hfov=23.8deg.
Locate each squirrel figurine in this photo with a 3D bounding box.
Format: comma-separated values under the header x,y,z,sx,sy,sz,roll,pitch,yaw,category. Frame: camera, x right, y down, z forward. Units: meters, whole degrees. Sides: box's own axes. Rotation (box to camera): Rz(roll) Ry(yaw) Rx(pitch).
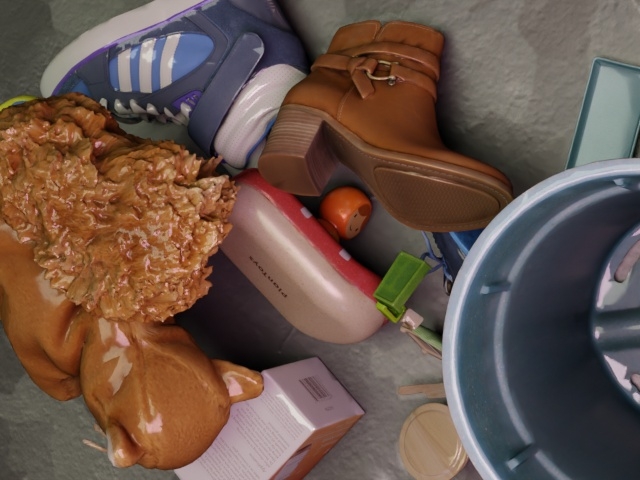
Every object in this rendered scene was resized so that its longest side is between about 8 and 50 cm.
x,y,z,sx,sy,sz,roll,pitch,yaw,category
-0.227,0.054,1.608,0.370,0.281,0.397,56,150,25,squirrel figurine

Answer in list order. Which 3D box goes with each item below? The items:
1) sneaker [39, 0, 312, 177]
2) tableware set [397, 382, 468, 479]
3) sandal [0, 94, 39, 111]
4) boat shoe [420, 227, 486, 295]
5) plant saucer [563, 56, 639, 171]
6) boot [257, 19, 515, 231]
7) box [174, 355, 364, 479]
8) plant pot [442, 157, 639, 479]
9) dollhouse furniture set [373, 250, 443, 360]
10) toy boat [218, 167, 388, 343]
x,y,z,sx,sy,sz,roll,pitch,yaw,category
-0.158,-0.145,1.736,0.322,0.130,0.236,-25,78,20,sneaker
0.173,0.214,1.621,0.194,0.039,0.128,-9,76,34,tableware set
-0.367,-0.022,1.863,0.138,0.126,0.317,21,110,20,sandal
0.156,0.034,1.592,0.089,0.109,0.258,-51,51,43,boat shoe
0.292,-0.090,1.578,0.067,0.018,0.192,18,100,25,plant saucer
0.095,-0.127,1.590,0.283,0.220,0.109,9,142,27,boot
-0.056,0.225,1.708,0.091,0.130,0.170,47,112,16,box
0.327,0.092,1.390,0.341,0.334,0.341,2,94,25,plant pot
0.114,0.076,1.605,0.076,0.152,0.059,26,76,46,dollhouse furniture set
0.000,0.000,1.671,0.231,0.151,0.151,47,67,-1,toy boat
